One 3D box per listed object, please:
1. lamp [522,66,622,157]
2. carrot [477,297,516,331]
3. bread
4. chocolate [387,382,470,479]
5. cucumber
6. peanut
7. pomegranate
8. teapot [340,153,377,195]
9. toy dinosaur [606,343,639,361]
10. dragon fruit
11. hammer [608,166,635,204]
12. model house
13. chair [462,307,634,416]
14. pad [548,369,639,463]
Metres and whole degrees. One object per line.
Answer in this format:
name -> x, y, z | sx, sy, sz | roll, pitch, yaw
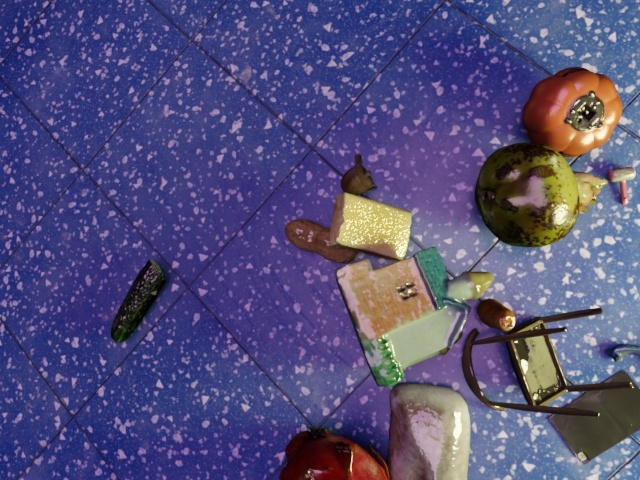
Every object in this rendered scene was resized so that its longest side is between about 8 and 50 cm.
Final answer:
lamp -> 0.535, -0.275, 1.008 | 0.187, 0.164, 0.188 | 1, 107, 3
carrot -> 0.370, 0.159, 0.986 | 0.060, 0.186, 0.060 | 0, 90, 11
bread -> 0.118, -0.028, 1.090 | 0.188, 0.068, 0.126 | 14, 84, -18
chocolate -> 0.237, 0.478, 1.033 | 0.184, 0.100, 0.304 | 0, 81, 17
cucumber -> -0.495, 0.167, 1.256 | 0.074, 0.074, 0.242 | 33, 94, 15
peanut -> 0.000, -0.001, 1.144 | 0.192, 0.089, 0.089 | 17, 88, 14
pomegranate -> 0.470, -0.099, 0.977 | 0.276, 0.204, 0.222 | -3, 90, 14
teapot -> 0.096, -0.161, 1.163 | 0.080, 0.085, 0.111 | -31, 47, 31
toy dinosaur -> 0.752, 0.204, 0.950 | 0.188, 0.075, 0.248 | 41, 100, 22
dragon fruit -> 0.037, 0.548, 1.005 | 0.250, 0.250, 0.315 | -30, 55, 9
hammer -> 0.666, -0.119, 1.026 | 0.052, 0.031, 0.084 | -7, 93, 16
model house -> 0.225, 0.141, 1.040 | 0.324, 0.194, 0.268 | -21, 81, 1
chair -> 0.456, 0.256, 0.976 | 0.272, 0.166, 0.188 | -29, 75, 53
pad -> 0.606, 0.377, 0.996 | 0.193, 0.004, 0.116 | -37, 77, 7
